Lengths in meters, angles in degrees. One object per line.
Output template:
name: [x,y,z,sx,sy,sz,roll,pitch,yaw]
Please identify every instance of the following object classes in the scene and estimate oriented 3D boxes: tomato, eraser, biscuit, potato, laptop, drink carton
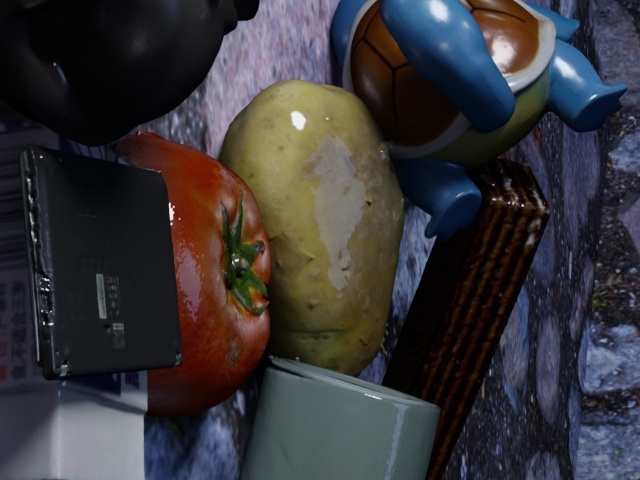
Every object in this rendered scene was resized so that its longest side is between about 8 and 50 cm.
tomato: [-0.094,0.023,1.045,0.225,0.085,0.225,-2,90,-68]
eraser: [-0.155,0.047,0.853,0.124,0.068,0.210,41,44,-69]
biscuit: [0.134,0.098,1.451,0.107,0.073,0.388,-100,-155,-59]
potato: [0.000,0.000,1.227,0.191,0.141,0.296,-45,134,-63]
laptop: [-0.124,0.015,0.826,0.180,0.016,0.129,7,77,-73]
drink carton: [0.009,0.204,1.109,0.191,0.185,0.189,21,87,-67]

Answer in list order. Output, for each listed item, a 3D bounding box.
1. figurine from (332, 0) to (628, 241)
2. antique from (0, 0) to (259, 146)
figurine: [0.118,-0.145,1.328,0.243,0.298,0.416,45,5,-11]
antique: [-0.129,-0.203,0.815,0.322,0.185,0.255,-71,145,-43]
